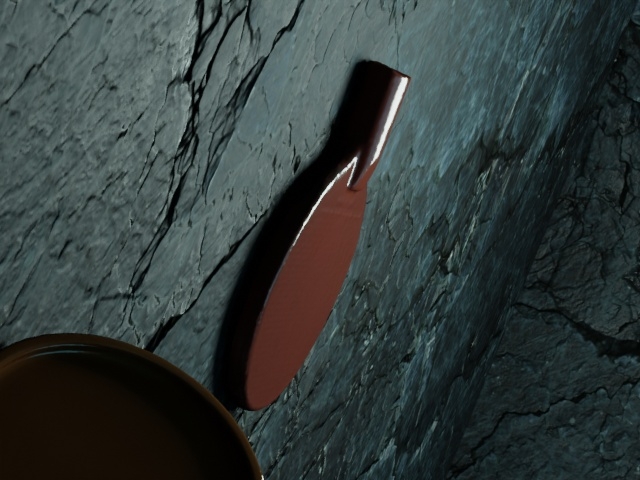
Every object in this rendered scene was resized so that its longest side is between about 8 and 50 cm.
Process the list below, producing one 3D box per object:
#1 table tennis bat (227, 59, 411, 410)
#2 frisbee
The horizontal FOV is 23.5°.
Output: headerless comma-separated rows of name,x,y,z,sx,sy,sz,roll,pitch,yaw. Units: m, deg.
table tennis bat,0.000,0.000,1.708,0.415,0.051,0.268,-68,164,5
frisbee,-0.153,0.169,1.122,0.021,0.251,0.251,-54,174,37
